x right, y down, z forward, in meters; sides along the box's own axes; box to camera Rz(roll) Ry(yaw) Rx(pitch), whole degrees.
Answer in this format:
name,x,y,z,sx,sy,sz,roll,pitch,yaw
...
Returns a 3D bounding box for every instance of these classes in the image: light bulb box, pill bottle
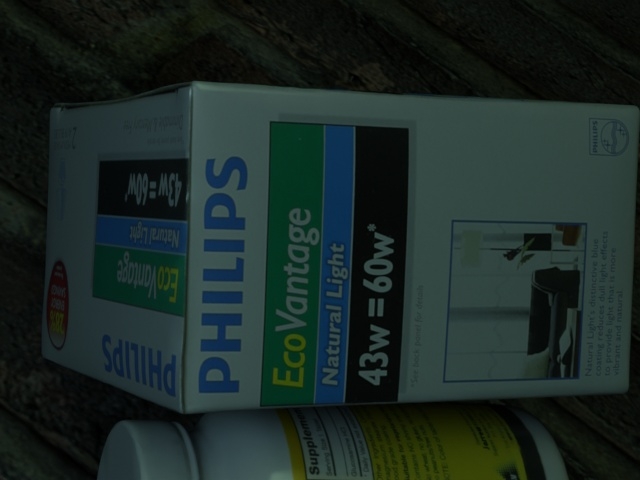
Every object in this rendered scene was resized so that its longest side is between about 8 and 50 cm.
name,x,y,z,sx,sy,sz,roll,pitch,yaw
light bulb box,0.000,0.000,1.213,0.361,0.358,0.225,1,92,-26
pill bottle,0.007,0.212,1.160,0.334,0.188,0.188,4,46,-21
